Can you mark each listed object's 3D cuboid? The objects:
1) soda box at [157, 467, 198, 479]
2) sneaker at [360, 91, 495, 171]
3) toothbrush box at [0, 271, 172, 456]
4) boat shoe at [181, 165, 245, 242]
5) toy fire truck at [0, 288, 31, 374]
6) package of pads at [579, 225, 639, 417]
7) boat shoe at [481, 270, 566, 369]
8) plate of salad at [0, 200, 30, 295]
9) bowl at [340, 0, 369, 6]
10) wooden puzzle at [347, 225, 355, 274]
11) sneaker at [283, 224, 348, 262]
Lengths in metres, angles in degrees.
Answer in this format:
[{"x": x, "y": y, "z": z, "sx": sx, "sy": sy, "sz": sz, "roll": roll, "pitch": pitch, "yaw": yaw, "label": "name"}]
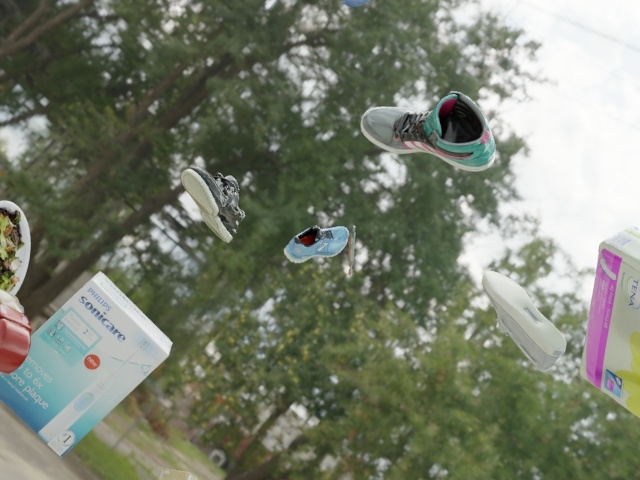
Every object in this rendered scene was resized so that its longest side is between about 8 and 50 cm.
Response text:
[{"x": -0.294, "y": 0.537, "z": 1.724, "sx": 0.061, "sy": 0.181, "sz": 0.058, "roll": 5, "pitch": -25, "yaw": 15, "label": "soda box"}, {"x": 0.221, "y": -0.238, "z": 1.849, "sx": 0.295, "sy": 0.124, "sz": 0.178, "roll": 16, "pitch": -17, "yaw": 11, "label": "sneaker"}, {"x": -0.475, "y": 0.242, "z": 1.783, "sx": 0.216, "sy": 0.295, "sz": 0.126, "roll": 47, "pitch": -1, "yaw": -8, "label": "toothbrush box"}, {"x": -0.260, "y": -0.114, "z": 2.309, "sx": 0.127, "sy": 0.113, "sz": 0.340, "roll": 38, "pitch": -16, "yaw": 27, "label": "boat shoe"}, {"x": -0.591, "y": 0.216, "z": 1.481, "sx": 0.246, "sy": 0.217, "sz": 0.158, "roll": 60, "pitch": 6, "yaw": 30, "label": "toy fire truck"}, {"x": 0.548, "y": 0.156, "z": 1.455, "sx": 0.229, "sy": 0.101, "sz": 0.297, "roll": 38, "pitch": -41, "yaw": 49, "label": "package of pads"}, {"x": 0.374, "y": 0.155, "z": 1.720, "sx": 0.079, "sy": 0.081, "sz": 0.227, "roll": -3, "pitch": 41, "yaw": -36, "label": "boat shoe"}, {"x": -0.572, "y": 0.028, "z": 1.617, "sx": 0.048, "sy": 0.200, "sz": 0.200, "roll": 8, "pitch": -23, "yaw": 14, "label": "plate of salad"}, {"x": 0.127, "y": -0.502, "z": 1.220, "sx": 0.077, "sy": 0.391, "sz": 0.391, "roll": 34, "pitch": -10, "yaw": -19, "label": "bowl"}, {"x": 0.051, "y": 0.016, "z": 1.498, "sx": 0.006, "sy": 0.083, "sz": 0.049, "roll": 5, "pitch": -13, "yaw": -3, "label": "wooden puzzle"}, {"x": 0.000, "y": 0.000, "z": 1.982, "sx": 0.063, "sy": 0.162, "sz": 0.073, "roll": 54, "pitch": -36, "yaw": 24, "label": "sneaker"}]
